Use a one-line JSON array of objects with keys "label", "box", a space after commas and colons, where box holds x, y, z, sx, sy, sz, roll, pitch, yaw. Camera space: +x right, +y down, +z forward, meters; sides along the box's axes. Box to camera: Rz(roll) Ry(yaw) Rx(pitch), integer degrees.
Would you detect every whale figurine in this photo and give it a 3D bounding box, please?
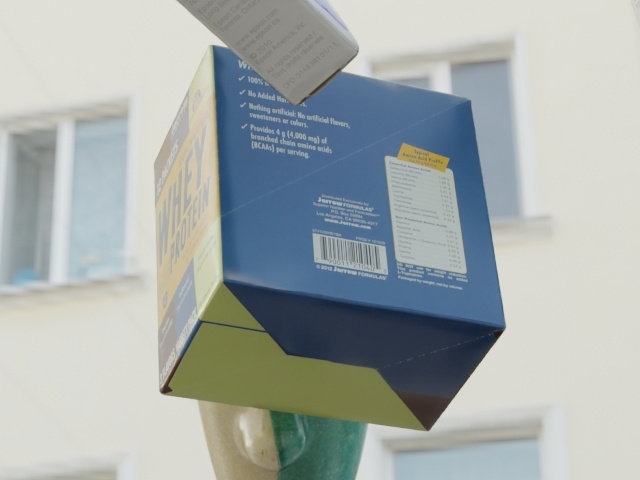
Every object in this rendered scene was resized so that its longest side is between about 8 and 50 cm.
[{"label": "whale figurine", "box": [-0.014, 0.148, 1.429, 0.141, 0.272, 0.216, -12, -6, -4]}]

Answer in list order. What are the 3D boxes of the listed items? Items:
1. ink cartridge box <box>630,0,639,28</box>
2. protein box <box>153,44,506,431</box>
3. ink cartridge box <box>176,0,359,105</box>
[{"label": "ink cartridge box", "box": [0.308, -0.161, 1.376, 0.114, 0.273, 0.197, -18, -3, -4]}, {"label": "protein box", "box": [0.000, 0.000, 1.306, 0.199, 0.201, 0.136, 10, -40, -19]}, {"label": "ink cartridge box", "box": [-0.133, -0.252, 1.141, 0.072, 0.303, 0.307, -43, -51, 11]}]
